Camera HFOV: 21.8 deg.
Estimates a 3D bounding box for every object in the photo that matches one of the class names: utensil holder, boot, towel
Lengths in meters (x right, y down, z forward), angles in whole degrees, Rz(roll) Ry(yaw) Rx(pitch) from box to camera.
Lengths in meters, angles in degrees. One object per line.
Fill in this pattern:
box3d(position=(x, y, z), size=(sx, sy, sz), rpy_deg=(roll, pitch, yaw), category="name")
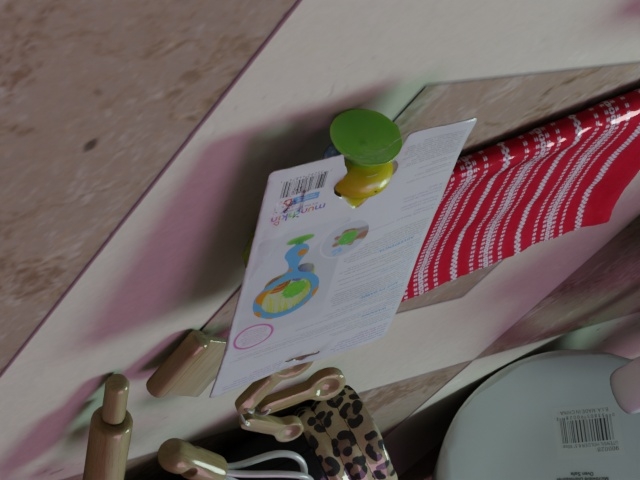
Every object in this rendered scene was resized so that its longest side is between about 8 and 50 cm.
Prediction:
box3d(position=(0.270, 0.327, 1.856), size=(0.327, 0.327, 0.385), rpy_deg=(-27, 160, -10), category="utensil holder")
box3d(position=(-0.067, 0.269, 1.511), size=(0.284, 0.138, 0.377), rpy_deg=(-28, 156, -7), category="boot")
box3d(position=(0.125, -0.020, 1.205), size=(0.275, 0.031, 0.199), rpy_deg=(-22, 159, -21), category="towel")

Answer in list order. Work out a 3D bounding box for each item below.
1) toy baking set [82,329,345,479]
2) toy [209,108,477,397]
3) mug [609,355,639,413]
box3d(position=(-0.083, 0.159, 1.231), size=(0.196, 0.030, 0.256), rpy_deg=(-3, 135, -24), category="toy baking set")
box3d(position=(0.000, 0.000, 1.034), size=(0.137, 0.056, 0.237), rpy_deg=(-17, 153, -25), category="toy")
box3d(position=(0.446, 0.072, 1.568), size=(0.374, 0.276, 0.328), rpy_deg=(-29, 171, 24), category="mug")
